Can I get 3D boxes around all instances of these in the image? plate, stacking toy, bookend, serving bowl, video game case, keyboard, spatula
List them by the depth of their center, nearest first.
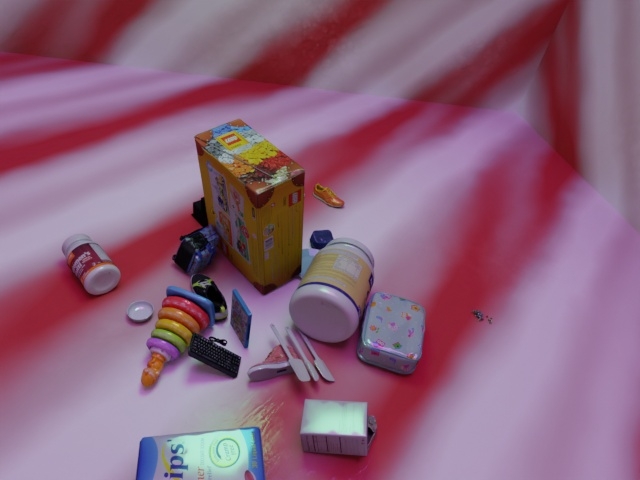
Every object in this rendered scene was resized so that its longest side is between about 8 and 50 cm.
[{"bbox_3d":[-0.318,0.338,1.397,0.180,0.023,0.108,38,31,-28],"label":"keyboard"},{"bbox_3d":[-0.461,0.305,1.398,0.165,0.175,0.302,19,53,6],"label":"stacking toy"},{"bbox_3d":[-0.064,0.354,1.468,0.168,0.019,0.242,13,30,-44],"label":"spatula"},{"bbox_3d":[-0.258,0.253,1.475,0.015,0.167,0.119,-15,47,-30],"label":"video game case"},{"bbox_3d":[-0.595,0.238,1.512,0.083,0.027,0.083,8,39,-6],"label":"serving bowl"},{"bbox_3d":[-0.032,0.101,1.832,0.187,0.024,0.188,8,39,-7],"label":"plate"},{"bbox_3d":[-0.465,-0.134,1.893,0.072,0.156,0.157,-24,51,-36],"label":"bookend"}]

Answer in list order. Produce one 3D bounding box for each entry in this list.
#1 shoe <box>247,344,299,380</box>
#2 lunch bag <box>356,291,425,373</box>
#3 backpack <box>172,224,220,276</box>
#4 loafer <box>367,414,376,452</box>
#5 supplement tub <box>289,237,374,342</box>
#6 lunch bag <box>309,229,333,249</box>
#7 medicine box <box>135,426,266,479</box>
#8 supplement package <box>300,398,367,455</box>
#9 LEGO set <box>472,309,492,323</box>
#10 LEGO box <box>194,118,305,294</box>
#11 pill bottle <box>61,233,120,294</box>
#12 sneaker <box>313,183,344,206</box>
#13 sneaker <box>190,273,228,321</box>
[{"bbox_3d":[-0.152,0.381,1.437,0.177,0.064,0.081,-4,40,-27],"label":"shoe"},{"bbox_3d":[0.243,0.312,1.587,0.223,0.108,0.279,14,38,6],"label":"lunch bag"},{"bbox_3d":[-0.445,0.028,1.706,0.117,0.158,0.173,42,42,7],"label":"backpack"},{"bbox_3d":[0.139,0.557,1.319,0.045,0.039,0.125,19,40,9],"label":"loafer"},{"bbox_3d":[0.054,0.165,1.608,0.240,0.241,0.331,20,40,9],"label":"supplement tub"},{"bbox_3d":[0.000,0.000,1.931,0.098,0.065,0.067,-3,57,-20],"label":"lunch bag"},{"bbox_3d":[-0.277,0.604,1.066,0.288,0.149,0.264,1,41,-16],"label":"medicine box"},{"bbox_3d":[0.041,0.515,1.261,0.179,0.105,0.105,1,39,8],"label":"supplement package"},{"bbox_3d":[0.632,0.291,1.783,0.083,0.024,0.054,12,39,0],"label":"LEGO set"},{"bbox_3d":[-0.246,-0.110,1.638,0.193,0.501,0.372,-30,55,-29],"label":"LEGO box"},{"bbox_3d":[-0.796,0.077,1.577,0.121,0.121,0.221,-27,53,-38],"label":"pill bottle"},{"bbox_3d":[0.038,-0.215,2.197,0.175,0.068,0.064,29,40,16],"label":"sneaker"},{"bbox_3d":[-0.379,0.177,1.589,0.084,0.097,0.235,-19,48,-33],"label":"sneaker"}]
